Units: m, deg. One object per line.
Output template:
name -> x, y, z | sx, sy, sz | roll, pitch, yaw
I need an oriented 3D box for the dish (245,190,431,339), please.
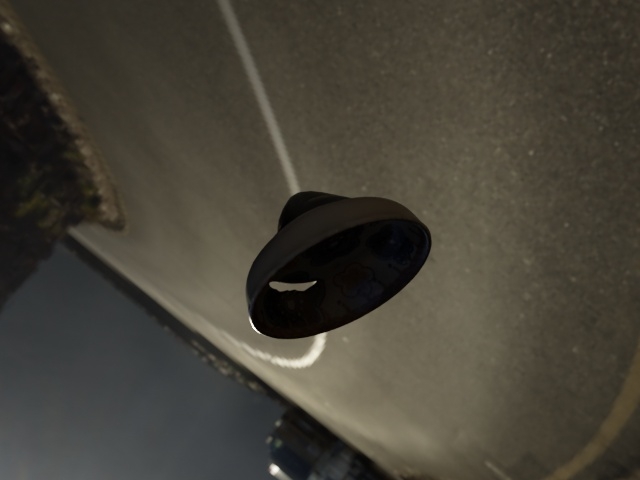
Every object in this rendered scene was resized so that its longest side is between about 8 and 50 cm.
dish -> 0.000, 0.000, 0.748 | 0.078, 0.141, 0.141 | 62, -178, 29
